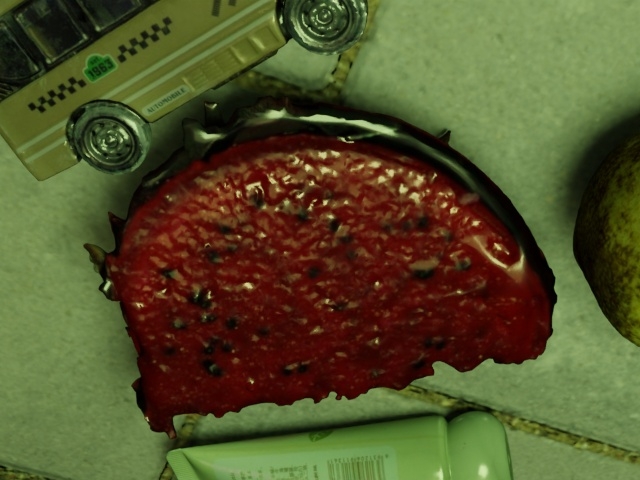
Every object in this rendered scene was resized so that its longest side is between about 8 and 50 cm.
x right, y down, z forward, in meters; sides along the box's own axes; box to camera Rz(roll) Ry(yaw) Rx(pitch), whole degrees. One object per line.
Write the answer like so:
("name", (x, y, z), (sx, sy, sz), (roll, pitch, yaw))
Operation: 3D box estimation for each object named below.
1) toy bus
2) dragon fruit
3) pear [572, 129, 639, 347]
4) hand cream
("toy bus", (-0.090, -0.167, 0.662), (0.289, 0.139, 0.157), (-25, 117, 23))
("dragon fruit", (0.000, 0.000, 0.800), (0.344, 0.100, 0.282), (-8, 126, 3))
("pear", (0.282, -0.005, 0.732), (0.197, 0.197, 0.197), (1, 126, 1))
("hand cream", (0.022, 0.223, 0.969), (0.306, 0.093, 0.147), (-10, 130, 11))
